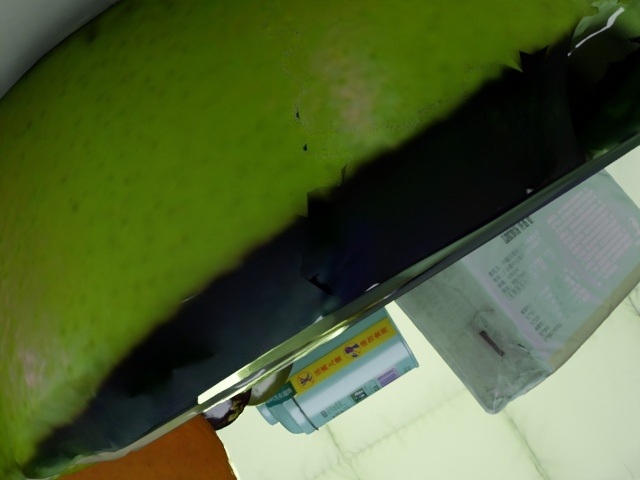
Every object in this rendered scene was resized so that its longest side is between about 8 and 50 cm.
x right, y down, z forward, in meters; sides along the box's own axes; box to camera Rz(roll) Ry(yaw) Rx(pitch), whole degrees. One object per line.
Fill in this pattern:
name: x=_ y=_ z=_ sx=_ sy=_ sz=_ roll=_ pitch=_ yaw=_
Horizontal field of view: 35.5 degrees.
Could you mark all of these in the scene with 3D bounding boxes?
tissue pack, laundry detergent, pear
tissue pack: x=0.313 y=0.020 z=1.590 sx=0.405 sy=0.331 sz=0.205 roll=-35 pitch=171 yaw=-38
laundry detergent: x=-0.010 y=0.206 z=1.949 sx=0.305 sy=0.287 sz=0.287 roll=-32 pitch=174 yaw=-1
pear: x=-0.011 y=-0.042 z=0.501 sx=0.399 sy=0.165 sz=0.399 roll=-31 pitch=174 yaw=-4

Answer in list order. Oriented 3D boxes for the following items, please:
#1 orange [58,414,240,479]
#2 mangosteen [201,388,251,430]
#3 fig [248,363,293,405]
orange: x=-0.298 y=0.340 z=1.173 sx=0.424 sy=0.326 sz=0.424 roll=-12 pitch=134 yaw=-13
mangosteen: x=-0.186 y=0.188 z=1.544 sx=0.192 sy=0.192 sz=0.217 roll=-41 pitch=-160 yaw=58
fig: x=-0.123 y=0.181 z=1.701 sx=0.181 sy=0.181 sz=0.191 roll=-26 pitch=156 yaw=-43
